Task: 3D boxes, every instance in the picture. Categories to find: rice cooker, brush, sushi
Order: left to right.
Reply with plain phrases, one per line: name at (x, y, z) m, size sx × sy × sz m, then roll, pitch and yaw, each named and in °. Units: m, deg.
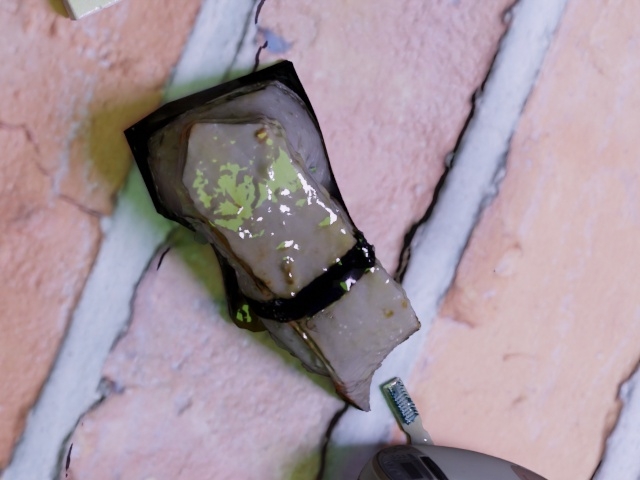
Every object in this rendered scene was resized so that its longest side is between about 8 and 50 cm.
sushi at (-0.011, 0.018, 1.109) m, size 0.134 × 0.109 × 0.273 m, roll -29°, pitch 106°, yaw -14°
brush at (0.071, 0.140, 1.210) m, size 0.016 × 0.013 × 0.084 m, roll -32°, pitch 109°, yaw -16°
rice cooker at (0.110, 0.222, 1.168) m, size 0.206 × 0.145 × 0.127 m, roll 25°, pitch 101°, yaw -27°

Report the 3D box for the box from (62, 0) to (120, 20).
box at (-0.108, -0.221, 1.084) m, size 0.167 × 0.024 × 0.090 m, roll -27°, pitch 106°, yaw -14°
